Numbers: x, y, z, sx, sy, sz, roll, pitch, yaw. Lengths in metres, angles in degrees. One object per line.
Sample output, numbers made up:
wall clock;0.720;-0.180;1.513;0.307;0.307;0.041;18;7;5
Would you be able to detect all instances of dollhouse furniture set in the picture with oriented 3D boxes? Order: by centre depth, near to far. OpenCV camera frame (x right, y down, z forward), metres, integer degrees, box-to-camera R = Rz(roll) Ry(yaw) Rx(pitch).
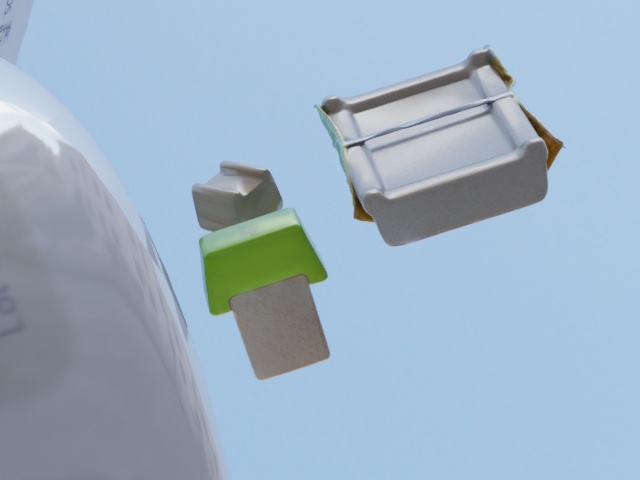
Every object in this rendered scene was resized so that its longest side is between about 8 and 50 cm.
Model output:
dollhouse furniture set;0.000;0.000;0.547;0.152;0.076;0.058;-18;-58;-2

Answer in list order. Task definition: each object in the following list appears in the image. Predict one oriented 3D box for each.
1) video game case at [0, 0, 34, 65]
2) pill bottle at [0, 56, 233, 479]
video game case;-0.286;-0.156;1.003;0.269;0.061;0.244;38;-48;15
pill bottle;-0.238;0.097;0.369;0.408;0.229;0.229;-14;-72;-31
